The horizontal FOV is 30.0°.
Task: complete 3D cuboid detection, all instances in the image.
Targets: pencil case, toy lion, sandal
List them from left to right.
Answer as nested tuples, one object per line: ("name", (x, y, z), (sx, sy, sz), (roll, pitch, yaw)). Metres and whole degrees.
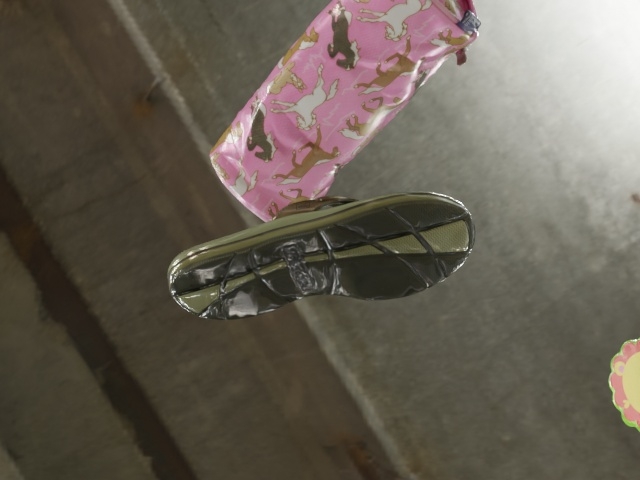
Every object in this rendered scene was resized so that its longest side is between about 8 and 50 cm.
("sandal", (-0.002, -0.001, 1.161), (0.302, 0.120, 0.086), (-9, -139, 4))
("pencil case", (0.028, -0.187, 1.497), (0.167, 0.386, 0.160), (47, -156, 6))
("toy lion", (0.254, 0.106, 0.854), (0.034, 0.096, 0.100), (1, -137, -38))
